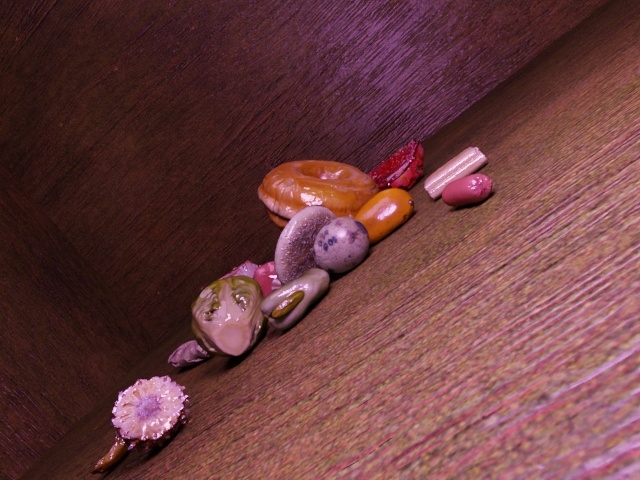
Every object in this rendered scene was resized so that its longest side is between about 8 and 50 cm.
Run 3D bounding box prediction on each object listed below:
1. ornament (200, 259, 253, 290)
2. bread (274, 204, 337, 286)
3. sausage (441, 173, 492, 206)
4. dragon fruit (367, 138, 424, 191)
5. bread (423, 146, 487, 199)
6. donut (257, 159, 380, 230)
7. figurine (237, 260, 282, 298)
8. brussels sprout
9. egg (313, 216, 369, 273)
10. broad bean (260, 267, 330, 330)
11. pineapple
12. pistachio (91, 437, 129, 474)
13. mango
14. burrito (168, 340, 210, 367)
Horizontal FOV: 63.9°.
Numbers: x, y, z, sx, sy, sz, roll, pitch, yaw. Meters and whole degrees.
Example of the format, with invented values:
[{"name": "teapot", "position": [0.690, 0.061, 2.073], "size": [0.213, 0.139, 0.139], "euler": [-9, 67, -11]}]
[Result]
[{"name": "ornament", "position": [-0.312, 0.199, 1.951], "size": [0.217, 0.235, 0.221], "euler": [-35, 49, -6]}, {"name": "bread", "position": [-0.026, 0.029, 1.466], "size": [0.040, 0.267, 0.267], "euler": [22, 51, 39]}, {"name": "sausage", "position": [0.320, -0.109, 1.125], "size": [0.062, 0.062, 0.154], "euler": [-40, 5, -10]}, {"name": "dragon fruit", "position": [0.314, -0.262, 1.975], "size": [0.261, 0.163, 0.189], "euler": [-39, -29, 31]}, {"name": "bread", "position": [0.371, -0.190, 1.437], "size": [0.178, 0.060, 0.139], "euler": [-37, 6, 13]}, {"name": "donut", "position": [0.005, -0.149, 1.770], "size": [0.449, 0.449, 0.198], "euler": [-50, -30, -63]}, {"name": "figurine", "position": [-0.162, 0.149, 1.675], "size": [0.207, 0.166, 0.387], "euler": [-8, 2, -34]}, {"name": "brussels sprout", "position": [-0.254, 0.220, 1.436], "size": [0.219, 0.210, 0.271], "euler": [-17, 16, -6]}, {"name": "egg", "position": [0.053, 0.016, 1.404], "size": [0.182, 0.141, 0.141], "euler": [-48, 0, 32]}, {"name": "broad bean", "position": [-0.061, 0.144, 1.343], "size": [0.169, 0.100, 0.228], "euler": [-35, 4, 28]}, {"name": "pineapple", "position": [-0.387, 0.418, 1.192], "size": [0.176, 0.161, 0.137], "euler": [-47, -28, -35]}, {"name": "pistachio", "position": [-0.520, 0.541, 1.325], "size": [0.089, 0.049, 0.173], "euler": [-60, 1, 19]}, {"name": "mango", "position": [0.168, -0.064, 1.487], "size": [0.227, 0.109, 0.147], "euler": [-36, 30, 15]}, {"name": "burrito", "position": [-0.468, 0.409, 1.872], "size": [0.117, 0.076, 0.392], "euler": [-44, 9, -38]}]
